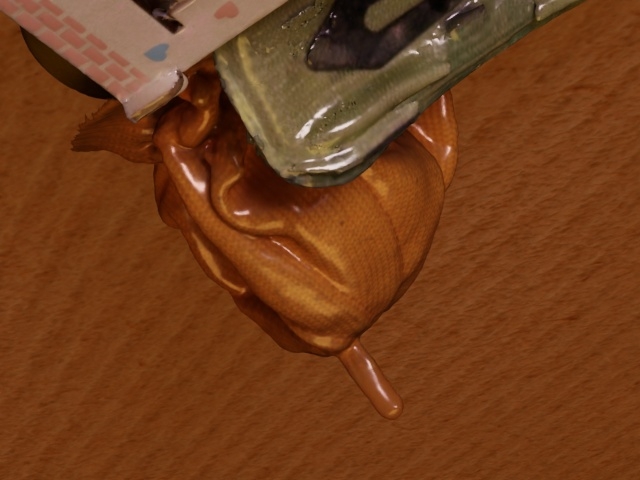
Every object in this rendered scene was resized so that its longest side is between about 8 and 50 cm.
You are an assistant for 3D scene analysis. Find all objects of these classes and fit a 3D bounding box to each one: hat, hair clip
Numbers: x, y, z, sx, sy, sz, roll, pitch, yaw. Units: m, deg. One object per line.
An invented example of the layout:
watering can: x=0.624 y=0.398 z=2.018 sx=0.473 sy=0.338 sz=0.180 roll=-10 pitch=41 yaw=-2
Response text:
hat: x=0.000 y=0.000 z=1.117 sx=0.233 sy=0.233 sz=0.244 roll=-23 pitch=178 yaw=0
hair clip: x=0.084 y=-0.157 z=0.997 sx=0.321 sy=0.091 sz=0.138 roll=-30 pitch=115 yaw=-7

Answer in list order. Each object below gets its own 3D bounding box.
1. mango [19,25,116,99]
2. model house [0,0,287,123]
mango: x=-0.106 y=-0.136 z=1.045 sx=0.122 sy=0.085 sz=0.191 roll=3 pitch=152 yaw=-37
model house: x=-0.080 y=-0.221 z=0.793 sx=0.244 sy=0.169 sz=0.326 roll=-28 pitch=146 yaw=18
